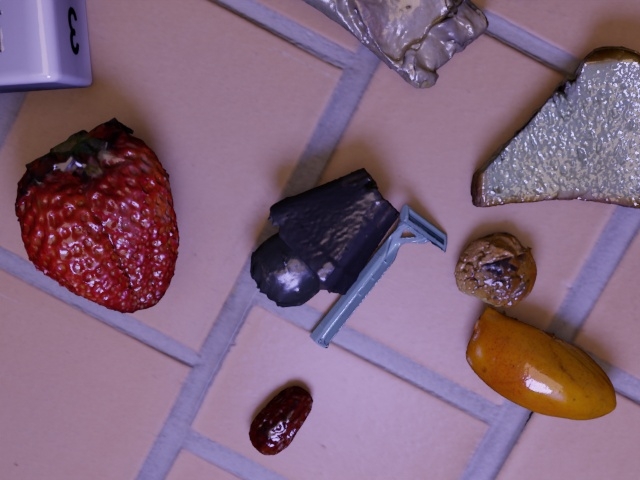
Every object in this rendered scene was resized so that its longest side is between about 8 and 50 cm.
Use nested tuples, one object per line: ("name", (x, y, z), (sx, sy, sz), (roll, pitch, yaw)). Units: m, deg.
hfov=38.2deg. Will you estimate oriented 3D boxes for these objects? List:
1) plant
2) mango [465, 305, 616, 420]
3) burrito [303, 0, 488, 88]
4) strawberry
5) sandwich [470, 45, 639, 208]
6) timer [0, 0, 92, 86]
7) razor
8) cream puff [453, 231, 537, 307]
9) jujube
("plant", (0.000, 0.000, 1.458), (0.256, 0.142, 0.164), (-42, 74, 10))
("mango", (0.355, 0.209, 1.484), (0.252, 0.154, 0.126), (28, 105, 13))
("burrito", (0.087, -0.384, 1.446), (0.347, 0.107, 0.175), (34, 82, -3))
("strawberry", (-0.335, -0.025, 1.441), (0.250, 0.238, 0.288), (-37, 105, -13))
("sandwich", (0.383, -0.173, 1.456), (0.288, 0.099, 0.254), (-2, 103, 3))
("timer", (-0.478, -0.333, 1.431), (0.194, 0.192, 0.195), (-2, 97, 3))
("razor", (0.081, 0.065, 1.527), (0.111, 0.056, 0.278), (33, 106, -37))
("cream puff", (0.282, 0.049, 1.489), (0.133, 0.104, 0.119), (-4, 103, 4))
("jujube", (-0.064, 0.302, 1.549), (0.077, 0.077, 0.129), (43, 92, -3))
